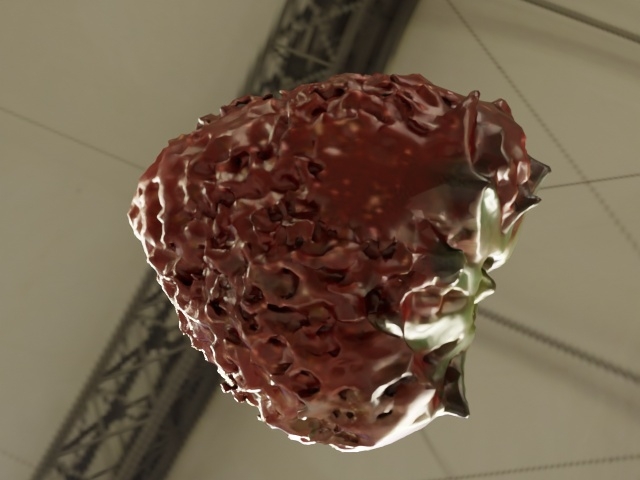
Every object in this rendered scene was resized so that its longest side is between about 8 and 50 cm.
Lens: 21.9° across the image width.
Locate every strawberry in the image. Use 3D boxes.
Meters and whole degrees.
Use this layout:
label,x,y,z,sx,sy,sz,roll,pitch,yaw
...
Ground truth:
label,x,y,z,sx,sy,sz,roll,pitch,yaw
strawberry,0.000,0.000,0.817,0.201,0.184,0.187,21,-52,15
